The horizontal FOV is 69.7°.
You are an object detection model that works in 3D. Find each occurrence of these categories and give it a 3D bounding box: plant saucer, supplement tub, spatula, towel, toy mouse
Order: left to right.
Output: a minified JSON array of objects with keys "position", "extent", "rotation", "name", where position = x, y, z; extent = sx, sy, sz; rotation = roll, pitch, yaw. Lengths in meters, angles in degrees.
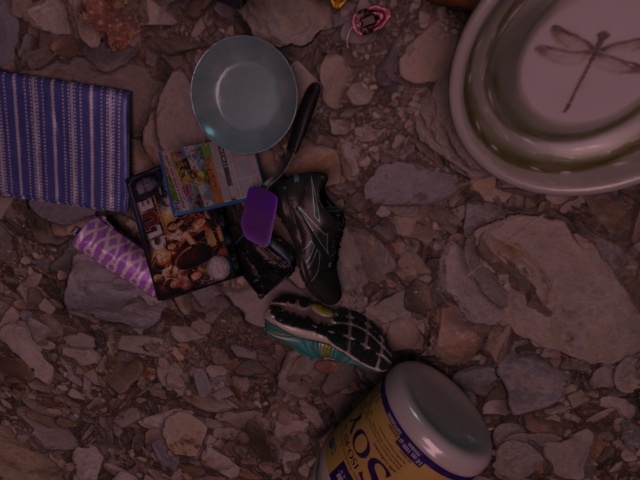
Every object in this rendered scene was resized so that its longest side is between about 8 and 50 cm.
[{"position":[-0.527,-0.189,0.887],"extent":[0.336,0.040,0.243],"rotation":[9,111,2],"name":"towel"},{"position":[-0.128,-0.248,0.796],"extent":[0.195,0.037,0.194],"rotation":[4,106,13],"name":"plant saucer"},{"position":[-0.065,-0.136,0.793],"extent":[0.084,0.030,0.296],"rotation":[23,88,39],"name":"spatula"},{"position":[0.083,-0.386,0.724],"extent":[0.143,0.031,0.160],"rotation":[6,112,6],"name":"toy mouse"},{"position":[0.147,0.434,0.926],"extent":[0.241,0.241,0.331],"rotation":[34,111,-6],"name":"supplement tub"},{"position":[0.391,-0.249,0.661],"extent":[0.401,0.100,0.400],"rotation":[8,133,8],"name":"plant saucer"}]

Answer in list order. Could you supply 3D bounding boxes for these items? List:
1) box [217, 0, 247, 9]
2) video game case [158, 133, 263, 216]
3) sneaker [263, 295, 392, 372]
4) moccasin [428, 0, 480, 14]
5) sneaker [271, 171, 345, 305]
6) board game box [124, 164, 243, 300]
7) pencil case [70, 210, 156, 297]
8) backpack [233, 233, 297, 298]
[{"position":[-0.198,-0.510,0.566],"extent":[0.297,0.182,0.294],"rotation":[21,151,-1],"name":"box"},{"position":[-0.191,-0.117,0.819],"extent":[0.167,0.015,0.119],"rotation":[-14,85,-12],"name":"video game case"},{"position":[0.014,0.200,0.945],"extent":[0.276,0.107,0.109],"rotation":[22,132,4],"name":"sneaker"},{"position":[0.237,-0.512,0.607],"extent":[0.147,0.139,0.379],"rotation":[11,122,-6],"name":"moccasin"},{"position":[0.000,0.000,0.851],"extent":[0.106,0.101,0.267],"rotation":[-17,109,11],"name":"sneaker"},{"position":[-0.256,-0.026,0.858],"extent":[0.165,0.042,0.243],"rotation":[-19,85,14],"name":"board game box"},{"position":[-0.389,0.029,0.927],"extent":[0.206,0.086,0.088],"rotation":[36,88,-8],"name":"pencil case"},{"position":[-0.112,0.033,0.887],"extent":[0.105,0.084,0.114],"rotation":[-41,98,21],"name":"backpack"}]
